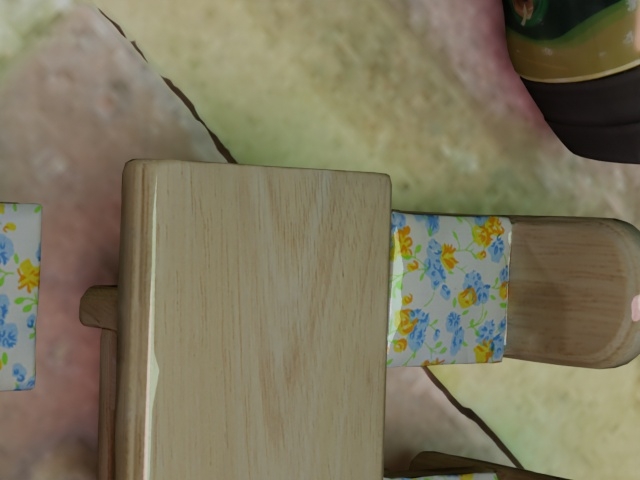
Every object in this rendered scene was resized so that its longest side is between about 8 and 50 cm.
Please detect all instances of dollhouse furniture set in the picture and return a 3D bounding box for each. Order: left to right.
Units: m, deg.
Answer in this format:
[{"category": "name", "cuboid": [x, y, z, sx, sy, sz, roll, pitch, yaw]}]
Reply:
[{"category": "dollhouse furniture set", "cuboid": [0.000, 0.000, 0.341, 0.212, 0.161, 0.242, 2, 91, -36]}]

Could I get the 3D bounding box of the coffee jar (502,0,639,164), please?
[{"category": "coffee jar", "cuboid": [0.081, -0.118, 0.426, 0.096, 0.079, 0.184, -32, 109, -15]}]
